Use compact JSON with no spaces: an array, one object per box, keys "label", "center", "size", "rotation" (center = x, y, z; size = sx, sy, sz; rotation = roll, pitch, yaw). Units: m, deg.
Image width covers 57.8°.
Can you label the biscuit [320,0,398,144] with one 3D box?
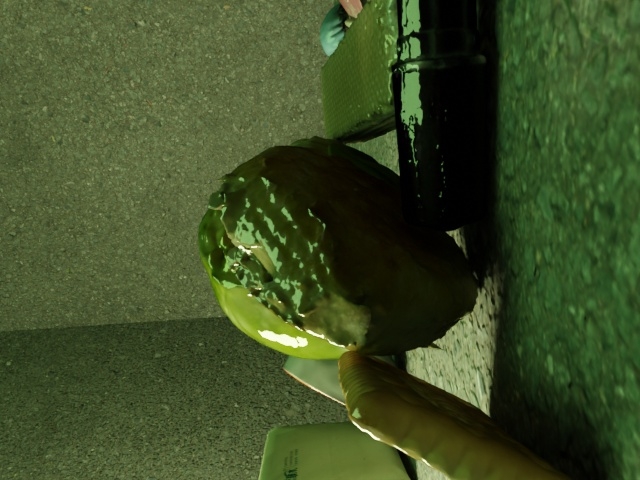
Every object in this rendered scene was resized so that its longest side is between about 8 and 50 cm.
[{"label":"biscuit","center":[0.068,-0.211,0.757],"size":[0.426,0.078,0.144],"rotation":[-153,57,-79]}]

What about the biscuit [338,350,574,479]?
[{"label":"biscuit","center":[0.089,0.133,0.431],"size":[0.030,0.160,0.250],"rotation":[-63,-3,-4]}]

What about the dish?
[{"label":"dish","center":[0.056,0.242,1.122],"size":[0.256,0.256,0.117],"rotation":[93,-157,-84]}]

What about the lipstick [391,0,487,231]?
[{"label":"lipstick","center":[0.097,-0.157,0.483],"size":[0.081,0.081,0.300],"rotation":[-96,1,-75]}]

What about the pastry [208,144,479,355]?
[{"label":"pastry","center":[0.025,0.009,0.561],"size":[0.235,0.257,0.121],"rotation":[-9,-43,-58]}]

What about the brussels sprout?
[{"label":"brussels sprout","center":[0.000,0.000,0.806],"size":[0.268,0.344,0.344],"rotation":[-44,39,44]}]

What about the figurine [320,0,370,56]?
[{"label":"figurine","center":[0.060,-0.469,1.129],"size":[0.260,0.102,0.205],"rotation":[117,149,-69]}]

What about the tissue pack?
[{"label":"tissue pack","center":[0.029,0.514,1.170],"size":[0.380,0.297,0.207],"rotation":[178,86,-87]}]
